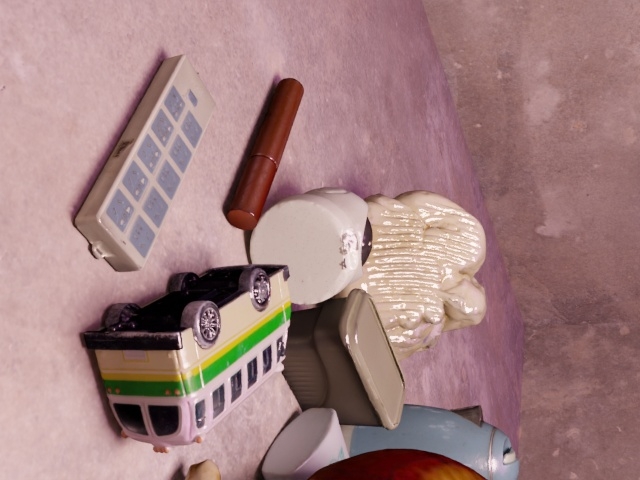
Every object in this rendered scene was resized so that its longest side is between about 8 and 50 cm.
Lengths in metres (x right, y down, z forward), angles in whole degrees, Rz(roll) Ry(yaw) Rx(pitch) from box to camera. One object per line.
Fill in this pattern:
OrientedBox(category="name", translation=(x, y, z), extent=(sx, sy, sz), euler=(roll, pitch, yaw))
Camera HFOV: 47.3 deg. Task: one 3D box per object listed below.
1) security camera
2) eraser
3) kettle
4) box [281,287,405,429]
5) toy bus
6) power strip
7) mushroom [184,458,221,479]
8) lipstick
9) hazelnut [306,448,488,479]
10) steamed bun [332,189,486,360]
OrientedBox(category="security camera", translation=(0.000, 0.000, 1.314), extent=(0.236, 0.195, 0.194), euler=(-28, 109, -69))
OrientedBox(category="eraser", translation=(0.002, 0.467, 1.288), extent=(0.189, 0.104, 0.289), euler=(-40, 119, -51))
OrientedBox(category="kettle", translation=(0.235, 0.495, 1.494), extent=(0.247, 0.342, 0.319), euler=(4, 81, -66))
OrientedBox(category="box", translation=(0.031, 0.224, 1.319), extent=(0.138, 0.178, 0.274), euler=(-66, 141, -49))
OrientedBox(category="toy bus", translation=(-0.153, 0.142, 0.993), extent=(0.305, 0.143, 0.178), euler=(-33, 116, -63))
OrientedBox(category="power strip", translation=(-0.229, -0.122, 1.014), extent=(0.106, 0.043, 0.367), euler=(59, 34, -42))
OrientedBox(category="mushroom", translation=(-0.128, 0.474, 1.023), extent=(0.109, 0.097, 0.351), euler=(-42, 119, -76))
OrientedBox(category="lipstick", translation=(-0.092, -0.166, 1.303), extent=(0.057, 0.057, 0.356), euler=(59, 33, -41))
OrientedBox(category="hazelnut", translation=(0.130, 0.499, 1.044), extent=(0.429, 0.402, 0.402), euler=(50, 30, -2))
OrientedBox(category="steamed bun", translation=(0.171, 0.078, 1.540), extent=(0.247, 0.340, 0.351), euler=(117, -35, -68))
